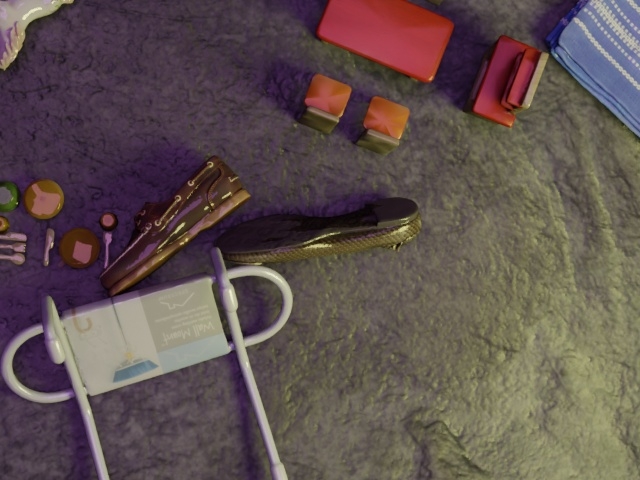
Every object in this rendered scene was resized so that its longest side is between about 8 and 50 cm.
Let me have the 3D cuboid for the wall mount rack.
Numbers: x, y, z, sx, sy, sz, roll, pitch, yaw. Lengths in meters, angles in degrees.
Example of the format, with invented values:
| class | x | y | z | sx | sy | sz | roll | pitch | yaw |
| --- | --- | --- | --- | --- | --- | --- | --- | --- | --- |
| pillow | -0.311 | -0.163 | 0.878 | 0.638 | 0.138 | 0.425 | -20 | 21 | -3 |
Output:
| class | x | y | z | sx | sy | sz | roll | pitch | yaw |
| --- | --- | --- | --- | --- | --- | --- | --- | --- | --- |
| wall mount rack | -0.180 | 0.175 | 1.576 | 0.350 | 0.130 | 0.304 | -16 | 121 | -6 |

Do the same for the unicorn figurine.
| class | x | y | z | sx | sy | sz | roll | pitch | yaw |
| --- | --- | --- | --- | --- | --- | --- | --- | --- | --- |
| unicorn figurine | -0.358 | -0.273 | 1.600 | 0.162 | 0.060 | 0.111 | -32 | 91 | -6 |

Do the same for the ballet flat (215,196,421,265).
| class | x | y | z | sx | sy | sz | roll | pitch | yaw |
| --- | --- | --- | --- | --- | --- | --- | --- | --- | --- |
| ballet flat | 0.000 | 0.000 | 1.630 | 0.249 | 0.084 | 0.058 | -11 | 124 | -9 |

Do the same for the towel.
| class | x | y | z | sx | sy | sz | roll | pitch | yaw |
| --- | --- | --- | --- | --- | --- | --- | --- | --- | --- |
| towel | 0.470 | -0.280 | 1.703 | 0.243 | 0.040 | 0.336 | 43 | 84 | -4 |

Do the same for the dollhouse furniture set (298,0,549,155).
| class | x | y | z | sx | sy | sz | roll | pitch | yaw |
| --- | --- | --- | --- | --- | --- | --- | --- | --- | --- |
| dollhouse furniture set | 0.126 | -0.230 | 1.613 | 0.259 | 0.135 | 0.262 | 21 | 86 | -5 |

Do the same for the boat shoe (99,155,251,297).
| class | x | y | z | sx | sy | sz | roll | pitch | yaw |
| --- | --- | --- | --- | --- | --- | --- | --- | --- | --- |
| boat shoe | -0.182 | -0.017 | 1.607 | 0.207 | 0.073 | 0.073 | -39 | 91 | -13 |

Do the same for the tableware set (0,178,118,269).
| class | x | y | z | sx | sy | sz | roll | pitch | yaw |
| --- | --- | --- | --- | --- | --- | --- | --- | --- | --- |
| tableware set | -0.319 | -0.020 | 1.616 | 0.154 | 0.024 | 0.104 | 5 | 84 | -5 |
